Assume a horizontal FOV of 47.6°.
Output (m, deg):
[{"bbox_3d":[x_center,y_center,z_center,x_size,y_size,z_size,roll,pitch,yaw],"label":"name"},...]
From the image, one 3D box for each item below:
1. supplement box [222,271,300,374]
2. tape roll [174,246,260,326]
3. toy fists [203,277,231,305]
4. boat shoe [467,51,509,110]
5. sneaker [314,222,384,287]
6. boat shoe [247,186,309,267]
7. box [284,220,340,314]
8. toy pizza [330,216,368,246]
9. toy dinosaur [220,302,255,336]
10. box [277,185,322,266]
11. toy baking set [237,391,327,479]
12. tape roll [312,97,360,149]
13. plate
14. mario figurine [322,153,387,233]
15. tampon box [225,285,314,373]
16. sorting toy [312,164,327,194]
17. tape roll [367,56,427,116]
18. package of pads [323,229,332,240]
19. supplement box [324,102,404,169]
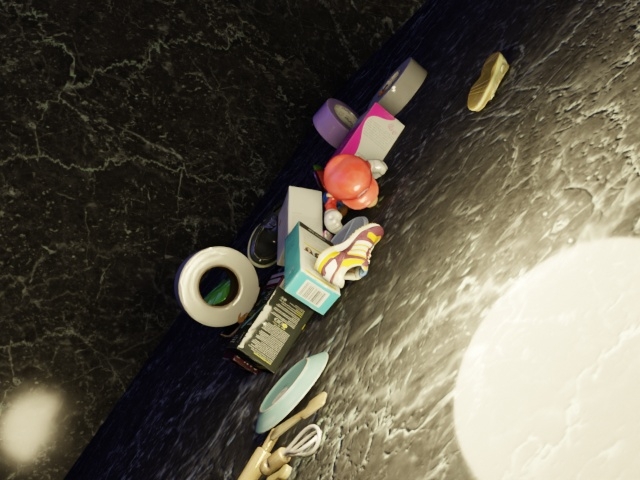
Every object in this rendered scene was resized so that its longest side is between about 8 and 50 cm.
[{"bbox_3d":[-0.130,0.194,1.714,0.239,0.073,0.130,-58,12,-16],"label":"supplement box"},{"bbox_3d":[-0.326,0.142,2.253,0.246,0.246,0.169,-54,12,-12],"label":"tape roll"},{"bbox_3d":[-0.346,0.213,2.509,0.142,0.096,0.279,-44,8,-13],"label":"toy fists"},{"bbox_3d":[0.356,-0.327,1.522,0.056,0.048,0.153,-14,45,53],"label":"boat shoe"},{"bbox_3d":[0.076,0.035,1.461,0.185,0.084,0.069,-32,-28,-32],"label":"sneaker"},{"bbox_3d":[-0.121,-0.054,2.352,0.340,0.127,0.113,-49,-5,-39],"label":"boat shoe"},{"bbox_3d":[-0.021,0.053,1.537,0.060,0.100,0.244,-51,17,18],"label":"box"},{"bbox_3d":[0.049,0.034,1.619,0.201,0.032,0.201,-49,17,20],"label":"toy pizza"},{"bbox_3d":[-0.204,0.232,2.003,0.211,0.064,0.112,-40,-4,14],"label":"toy dinosaur"},{"bbox_3d":[-0.054,-0.032,1.883,0.130,0.091,0.170,115,160,-51],"label":"box"},{"bbox_3d":[-0.070,0.354,1.126,0.256,0.030,0.197,-58,15,-27],"label":"toy baking set"},{"bbox_3d":[0.071,-0.388,2.462,0.080,0.189,0.189,-46,13,28],"label":"tape roll"},{"bbox_3d":[-0.058,0.265,1.295,0.188,0.024,0.188,-45,5,5],"label":"plate"},{"bbox_3d":[0.088,-0.113,1.816,0.320,0.170,0.198,148,123,-87],"label":"mario figurine"},{"bbox_3d":[-0.112,0.196,1.586,0.161,0.101,0.120,-56,11,-17],"label":"tampon box"},{"bbox_3d":[0.054,-0.192,2.232,0.126,0.127,0.365,-22,10,0],"label":"sorting toy"},{"bbox_3d":[0.250,-0.489,2.363,0.219,0.072,0.219,-49,11,13],"label":"tape roll"},{"bbox_3d":[0.000,0.000,1.933,0.050,0.032,0.083,-53,11,-10],"label":"package of pads"},{"bbox_3d":[0.125,-0.264,2.056,0.220,0.111,0.114,-56,11,-21],"label":"supplement box"}]
